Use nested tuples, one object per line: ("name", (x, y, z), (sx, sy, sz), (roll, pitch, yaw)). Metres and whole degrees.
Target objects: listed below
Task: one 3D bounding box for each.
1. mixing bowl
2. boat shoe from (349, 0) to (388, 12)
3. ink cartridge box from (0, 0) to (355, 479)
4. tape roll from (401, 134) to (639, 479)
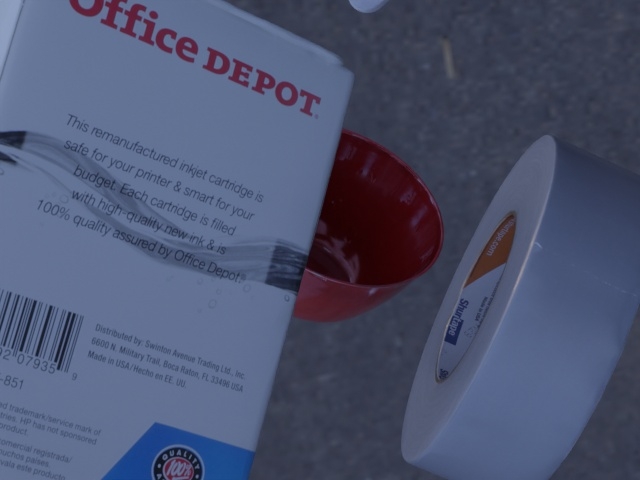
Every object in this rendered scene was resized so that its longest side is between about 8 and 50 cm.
("mixing bowl", (0.000, 0.000, 1.468), (0.181, 0.181, 0.098), (56, 140, 29))
("boat shoe", (0.064, -0.263, 1.596), (0.049, 0.040, 0.142), (18, 80, 17))
("ink cartridge box", (-0.134, 0.009, 1.030), (0.129, 0.223, 0.307), (2, 74, 54))
("tape roll", (0.126, 0.048, 1.103), (0.219, 0.072, 0.219), (-156, 90, -84))
